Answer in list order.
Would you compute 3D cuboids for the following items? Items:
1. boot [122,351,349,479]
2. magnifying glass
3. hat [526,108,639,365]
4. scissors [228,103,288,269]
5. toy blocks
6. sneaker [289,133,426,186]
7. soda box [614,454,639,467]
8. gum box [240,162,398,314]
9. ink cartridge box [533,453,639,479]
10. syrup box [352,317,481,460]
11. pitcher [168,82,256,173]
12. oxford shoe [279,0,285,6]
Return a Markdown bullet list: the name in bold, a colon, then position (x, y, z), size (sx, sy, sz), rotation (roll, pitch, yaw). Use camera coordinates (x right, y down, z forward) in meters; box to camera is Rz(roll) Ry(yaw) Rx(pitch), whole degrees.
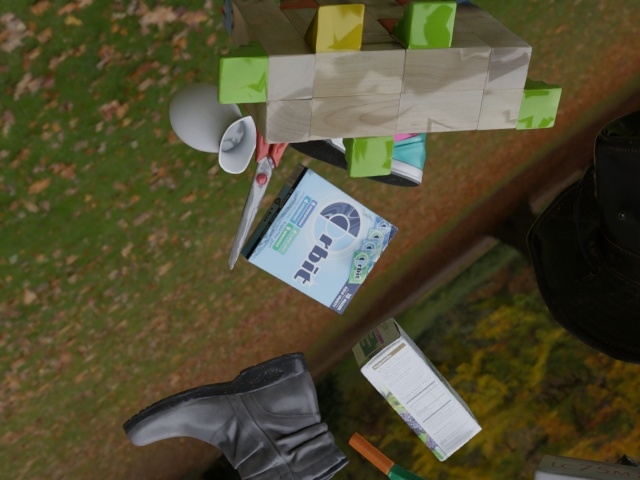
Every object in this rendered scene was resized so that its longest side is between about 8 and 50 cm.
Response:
- **boot**: position (-0.142, 0.332, 1.452), size (0.338, 0.223, 0.118), rotation (-21, 173, 13)
- **magnifying glass**: position (0.147, 0.425, 1.623), size (0.026, 0.231, 0.092), rotation (-42, 158, -34)
- **hat**: position (0.315, -0.047, 0.740), size (0.331, 0.134, 0.331), rotation (-13, -151, 7)
- **scissors**: position (-0.069, -0.103, 1.282), size (0.109, 0.297, 0.021), rotation (3, -173, -19)
- **toy blocks**: position (0.048, -0.220, 1.045), size (0.381, 0.261, 0.191), rotation (-5, 123, -15)
- **sneaker**: position (0.064, -0.212, 1.477), size (0.295, 0.178, 0.123), rotation (19, 169, -34)
- **soda box**: position (0.622, 0.477, 1.710), size (0.060, 0.169, 0.053), rotation (-52, -167, 19)
- **gum box**: position (0.000, 0.000, 1.328), size (0.157, 0.184, 0.041), rotation (-57, -150, 3)
- **ink cartridge box**: position (0.253, 0.334, 0.699), size (0.185, 0.311, 0.065), rotation (3, 179, 21)
- **syrup box**: position (0.165, 0.256, 1.566), size (0.096, 0.237, 0.093), rotation (-40, -163, 5)
- **pitcher**: position (-0.186, -0.243, 1.733), size (0.178, 0.207, 0.125), rotation (-51, 139, -3)
- **oxford shoe**: position (-0.030, -0.416, 1.649), size (0.097, 0.098, 0.271), rotation (-13, 140, -24)
